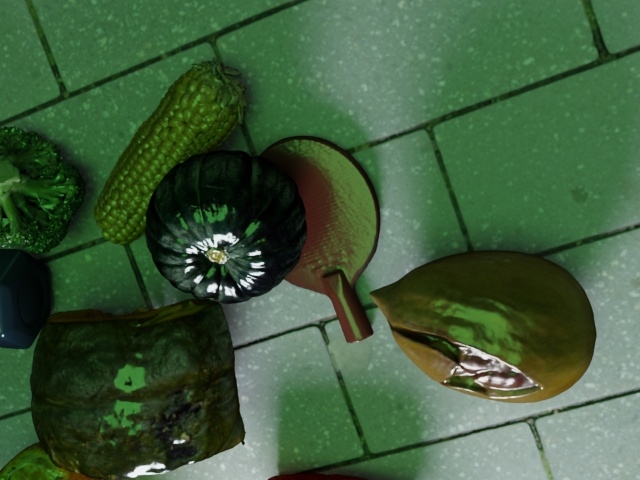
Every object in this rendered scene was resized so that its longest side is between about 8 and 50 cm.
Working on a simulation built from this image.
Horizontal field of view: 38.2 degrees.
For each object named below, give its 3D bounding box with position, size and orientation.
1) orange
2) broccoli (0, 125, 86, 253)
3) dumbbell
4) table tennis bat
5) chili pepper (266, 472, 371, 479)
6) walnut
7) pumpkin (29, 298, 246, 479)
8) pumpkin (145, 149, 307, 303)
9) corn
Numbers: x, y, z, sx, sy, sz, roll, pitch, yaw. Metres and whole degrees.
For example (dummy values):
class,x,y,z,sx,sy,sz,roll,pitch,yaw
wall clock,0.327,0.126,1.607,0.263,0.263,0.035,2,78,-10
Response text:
class,x,y,z,sx,sy,sz,roll,pitch,yaw
orange,-0.431,0.414,1.449,0.179,0.158,0.237,45,108,-2
broccoli,-0.443,-0.073,1.365,0.195,0.156,0.195,-4,59,6
dumbbell,-0.589,0.086,1.433,0.325,0.160,0.144,0,132,14
table tennis bat,0.000,0.000,1.324,0.200,0.038,0.310,-20,95,19
chili pepper,0.076,0.416,1.340,0.338,0.134,0.131,4,89,15
walnut,0.211,0.105,1.219,0.298,0.203,0.203,14,104,12
pumpkin,-0.265,0.204,1.320,0.303,0.256,0.225,-9,96,0
pumpkin,-0.128,-0.017,1.251,0.221,0.162,0.220,3,123,5
corn,-0.218,-0.127,1.318,0.115,0.115,0.318,44,108,2
